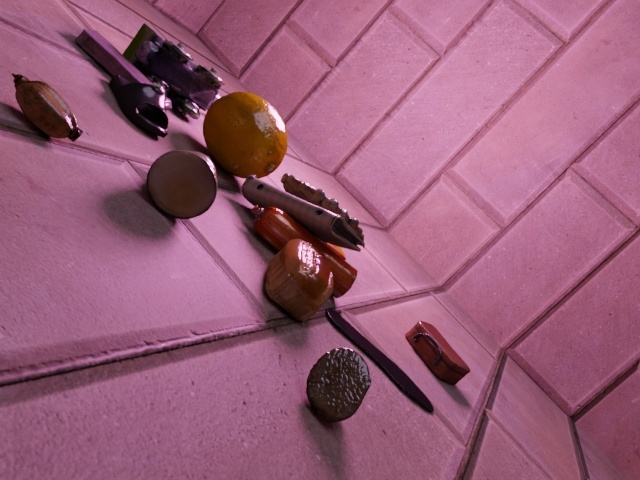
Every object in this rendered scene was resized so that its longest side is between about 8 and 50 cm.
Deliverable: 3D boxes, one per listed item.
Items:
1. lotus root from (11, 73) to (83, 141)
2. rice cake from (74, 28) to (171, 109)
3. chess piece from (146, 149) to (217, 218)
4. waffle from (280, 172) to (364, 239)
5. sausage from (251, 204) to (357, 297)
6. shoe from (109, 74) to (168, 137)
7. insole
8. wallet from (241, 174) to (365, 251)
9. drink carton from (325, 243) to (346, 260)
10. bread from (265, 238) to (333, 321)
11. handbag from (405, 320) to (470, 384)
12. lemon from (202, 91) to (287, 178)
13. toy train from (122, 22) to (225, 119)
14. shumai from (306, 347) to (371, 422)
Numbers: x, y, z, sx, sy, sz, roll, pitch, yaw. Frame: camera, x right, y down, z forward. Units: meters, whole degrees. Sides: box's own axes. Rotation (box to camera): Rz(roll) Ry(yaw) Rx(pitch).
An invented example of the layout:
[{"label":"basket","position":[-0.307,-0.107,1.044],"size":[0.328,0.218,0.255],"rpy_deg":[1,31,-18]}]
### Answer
[{"label":"lotus root","position":[-0.471,-0.225,1.002],"size":[0.152,0.063,0.072],"rpy_deg":[49,38,-7]},{"label":"rice cake","position":[-0.539,-0.463,1.616],"size":[0.298,0.050,0.106],"rpy_deg":[43,11,-2]},{"label":"chess piece","position":[-0.271,-0.128,1.216],"size":[0.133,0.133,0.243],"rpy_deg":[41,5,-12]},{"label":"waffle","position":[0.005,-0.098,1.887],"size":[0.309,0.056,0.292],"rpy_deg":[34,-9,29]},{"label":"sausage","position":[-0.050,0.018,1.471],"size":[0.312,0.093,0.093],"rpy_deg":[39,13,-17]},{"label":"shoe","position":[-0.444,-0.359,1.475],"size":[0.241,0.093,0.108],"rpy_deg":[50,12,33]},{"label":"insole","position":[0.140,0.281,1.390],"size":[0.348,0.009,0.119],"rpy_deg":[43,11,-5]},{"label":"wallet","position":[-0.041,-0.062,1.545],"size":[0.309,0.077,0.223],"rpy_deg":[26,-10,32]},{"label":"drink carton","position":[0.000,0.000,1.737],"size":[0.096,0.071,0.223],"rpy_deg":[39,13,-25]},{"label":"bread","position":[-0.040,0.076,1.269],"size":[0.140,0.106,0.236],"rpy_deg":[43,13,-12]},{"label":"handbag","position":[0.340,0.325,1.735],"size":[0.151,0.072,0.193],"rpy_deg":[29,20,-49]},{"label":"lemon","position":[-0.215,-0.301,1.689],"size":[0.263,0.236,0.236],"rpy_deg":[35,11,5]},{"label":"toy train","position":[-0.451,-0.515,1.826],"size":[0.307,0.173,0.249],"rpy_deg":[32,8,-43]},{"label":"shumai","position":[0.026,0.249,0.987],"size":[0.098,0.124,0.087],"rpy_deg":[27,-32,13]}]
